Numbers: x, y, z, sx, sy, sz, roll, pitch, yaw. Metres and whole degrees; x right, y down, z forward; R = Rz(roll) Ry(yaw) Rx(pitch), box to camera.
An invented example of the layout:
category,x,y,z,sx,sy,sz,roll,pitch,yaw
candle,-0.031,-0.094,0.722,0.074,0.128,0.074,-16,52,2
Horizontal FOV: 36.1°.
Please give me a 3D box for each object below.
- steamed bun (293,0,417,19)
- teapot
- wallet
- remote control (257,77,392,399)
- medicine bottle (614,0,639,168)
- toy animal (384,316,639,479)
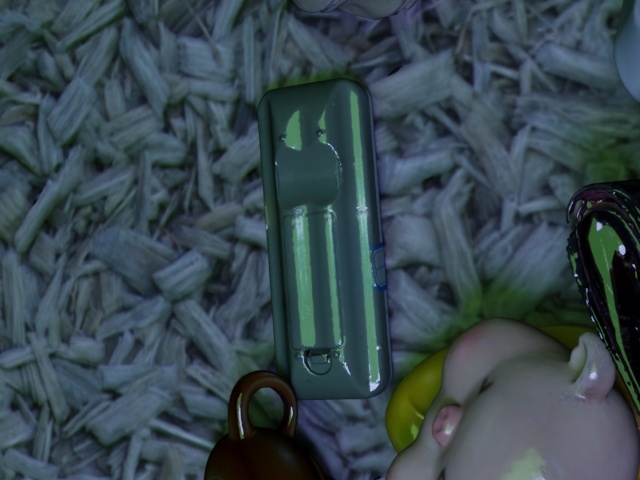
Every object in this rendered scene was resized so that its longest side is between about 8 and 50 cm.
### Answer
category,x,y,z,sx,sy,sz,roll,pitch,yaw
steamed bun,0.049,-0.287,0.954,0.211,0.218,0.144,-32,98,16
teapot,-0.044,0.256,1.023,0.178,0.135,0.252,4,100,57
wallet,0.300,0.074,0.815,0.071,0.221,0.262,-23,80,33
remote control,0.000,0.000,1.036,0.128,0.065,0.335,-6,87,27
medicine bottle,0.341,-0.196,0.789,0.179,0.124,0.324,16,75,4
toy animal,0.150,0.221,0.866,0.278,0.247,0.345,22,99,25
